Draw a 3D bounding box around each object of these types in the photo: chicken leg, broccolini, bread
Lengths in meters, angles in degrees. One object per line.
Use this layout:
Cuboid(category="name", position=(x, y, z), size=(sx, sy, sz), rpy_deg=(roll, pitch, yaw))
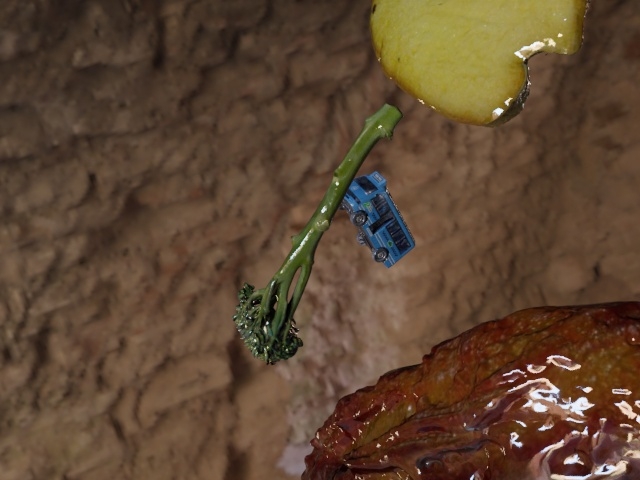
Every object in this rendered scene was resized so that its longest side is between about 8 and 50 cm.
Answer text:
Cuboid(category="chicken leg", position=(0.133, 0.103, 0.559), size=(0.407, 0.158, 0.096), rpy_deg=(-15, 28, 35))
Cuboid(category="broccolini", position=(-0.002, 0.003, 0.765), size=(0.194, 0.054, 0.052), rpy_deg=(-57, -2, 25))
Cuboid(category="bread", position=(0.113, -0.155, 0.855), size=(0.065, 0.187, 0.149), rpy_deg=(26, -76, -42))

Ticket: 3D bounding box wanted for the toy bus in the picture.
Cuboid(category="toy bus", position=(0.049, -0.019, 1.095), size=(0.046, 0.083, 0.038), rpy_deg=(-35, 37, -5))
